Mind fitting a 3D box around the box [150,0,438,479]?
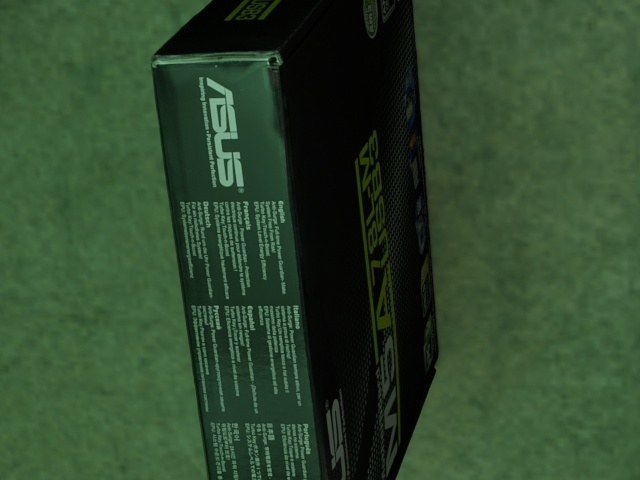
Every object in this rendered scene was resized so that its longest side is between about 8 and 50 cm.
[{"bbox_3d":[0.000,0.000,0.630,0.045,0.184,0.191,-1,112,12],"label":"box"}]
